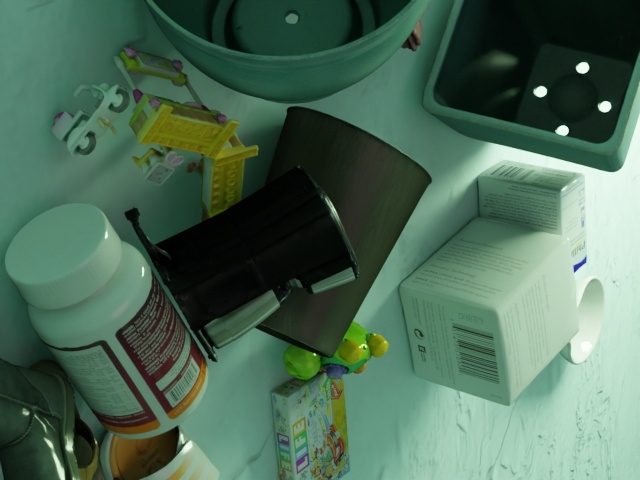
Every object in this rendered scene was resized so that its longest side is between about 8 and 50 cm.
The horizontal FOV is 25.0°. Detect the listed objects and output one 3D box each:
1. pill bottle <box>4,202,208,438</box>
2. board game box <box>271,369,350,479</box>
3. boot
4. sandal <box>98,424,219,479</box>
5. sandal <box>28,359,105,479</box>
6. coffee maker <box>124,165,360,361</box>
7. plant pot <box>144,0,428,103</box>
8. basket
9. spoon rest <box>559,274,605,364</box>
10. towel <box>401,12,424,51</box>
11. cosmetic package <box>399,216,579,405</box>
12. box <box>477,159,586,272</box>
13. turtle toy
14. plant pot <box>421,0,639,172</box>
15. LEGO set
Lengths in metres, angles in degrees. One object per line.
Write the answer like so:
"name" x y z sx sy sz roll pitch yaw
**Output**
"pill bottle" -0.198 0.076 1.343 0.121 0.121 0.221 -53 137 -28
"board game box" -0.010 0.229 1.716 0.103 0.026 0.154 -30 124 -44
"boot" -0.297 0.160 1.221 0.208 0.076 0.190 37 33 -51
"sandal" -0.142 0.272 1.516 0.102 0.076 0.265 -51 136 -30
"sandal" -0.242 0.197 1.384 0.072 0.049 0.180 -38 128 -41
"coffee maker" -0.067 0.009 1.400 0.178 0.120 0.171 -31 145 -5
"plant pot" -0.030 -0.249 1.363 0.293 0.293 0.196 -61 168 -20
"basket" 0.000 0.000 1.561 0.204 0.154 0.227 31 80 -50
"spoon rest" 0.355 0.119 2.111 0.276 0.084 0.137 1 100 -52
"towel" 0.133 -0.376 1.485 0.329 0.037 0.237 101 5 -63
"cosmetic package" 0.222 0.088 1.870 0.183 0.151 0.151 -39 130 -39
"box" 0.286 -0.027 1.938 0.072 0.126 0.137 -32 126 -45
"turtle toy" 0.009 0.124 1.667 0.130 0.095 0.066 -7 127 -50
"plant pot" 0.303 -0.214 1.819 0.247 0.247 0.252 -71 159 -7
"LEGO set" -0.141 -0.098 1.413 0.132 0.107 0.287 -38 146 8
